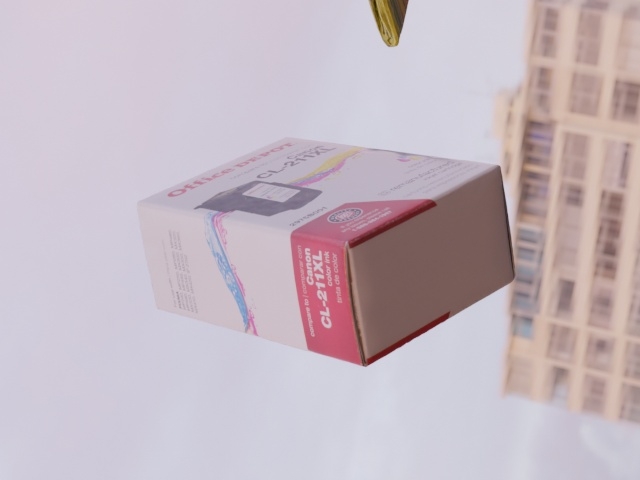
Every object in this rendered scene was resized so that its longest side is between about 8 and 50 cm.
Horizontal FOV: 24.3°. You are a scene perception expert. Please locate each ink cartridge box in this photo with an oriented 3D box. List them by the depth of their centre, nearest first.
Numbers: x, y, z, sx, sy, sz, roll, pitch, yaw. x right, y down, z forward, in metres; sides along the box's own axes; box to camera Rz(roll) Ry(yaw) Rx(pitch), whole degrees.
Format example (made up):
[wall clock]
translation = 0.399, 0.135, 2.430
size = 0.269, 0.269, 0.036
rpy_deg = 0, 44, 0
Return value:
[ink cartridge box]
translation = 0.000, 0.000, 0.840
size = 0.127, 0.175, 0.072
rpy_deg = -27, -64, -39

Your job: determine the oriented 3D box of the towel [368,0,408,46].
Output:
[towel]
translation = 0.074, -0.297, 1.357
size = 0.102, 0.021, 0.237
rpy_deg = 67, -150, -54
